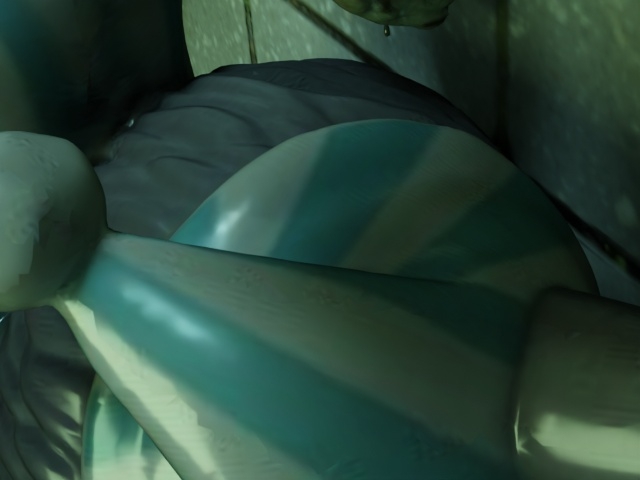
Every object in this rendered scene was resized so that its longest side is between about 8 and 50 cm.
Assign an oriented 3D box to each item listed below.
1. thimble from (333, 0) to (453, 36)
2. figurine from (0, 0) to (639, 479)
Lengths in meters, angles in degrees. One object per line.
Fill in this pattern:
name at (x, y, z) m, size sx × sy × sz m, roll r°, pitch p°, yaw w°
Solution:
thimble at (0.020, -0.125, 0.457) m, size 0.062 × 0.084 × 0.110 m, roll 56°, pitch 166°, yaw 36°
figurine at (0.000, 0.000, 0.452) m, size 0.377 × 0.266 × 0.361 m, roll 3°, pitch 131°, yaw 44°
